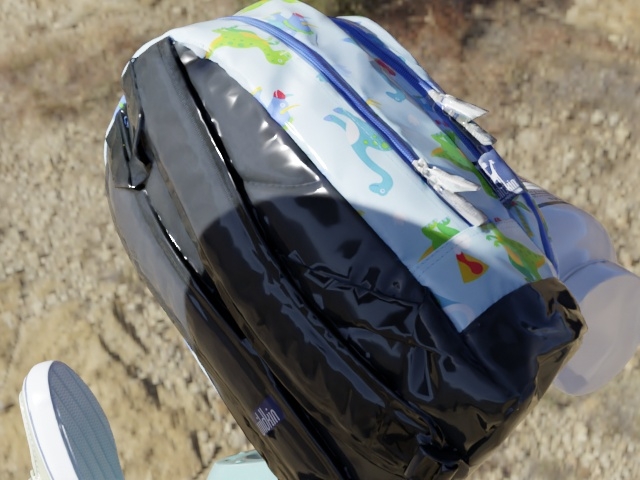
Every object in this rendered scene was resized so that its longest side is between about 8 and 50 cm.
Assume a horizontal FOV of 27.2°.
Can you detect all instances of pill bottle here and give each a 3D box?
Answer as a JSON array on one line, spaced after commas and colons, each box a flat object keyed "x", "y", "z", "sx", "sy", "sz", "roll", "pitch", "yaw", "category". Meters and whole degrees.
[{"x": 0.158, "y": 0.019, "z": 1.287, "sx": 0.181, "sy": 0.181, "sz": 0.323, "roll": -29, "pitch": 40, "yaw": -23, "category": "pill bottle"}]

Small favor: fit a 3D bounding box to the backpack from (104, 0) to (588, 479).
[{"x": 0.000, "y": 0.000, "z": 0.917, "sx": 0.355, "sy": 0.290, "sz": 0.273, "roll": 40, "pitch": 50, "yaw": 8, "category": "backpack"}]

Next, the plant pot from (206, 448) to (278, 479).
[{"x": -0.006, "y": 0.335, "z": 1.413, "sx": 0.293, "sy": 0.293, "sz": 0.235, "roll": -9, "pitch": 87, "yaw": -5, "category": "plant pot"}]

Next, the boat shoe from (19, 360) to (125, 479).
[{"x": -0.263, "y": 0.272, "z": 1.409, "sx": 0.094, "sy": 0.302, "sz": 0.109, "roll": -14, "pitch": 18, "yaw": 15, "category": "boat shoe"}]
